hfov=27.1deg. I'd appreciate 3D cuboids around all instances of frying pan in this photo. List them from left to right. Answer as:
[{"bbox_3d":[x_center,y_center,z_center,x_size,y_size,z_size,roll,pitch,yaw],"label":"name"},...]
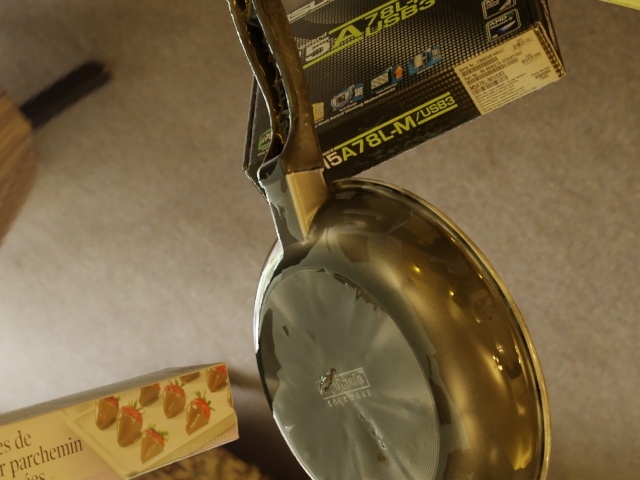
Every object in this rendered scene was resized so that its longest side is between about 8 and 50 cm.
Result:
[{"bbox_3d":[0.020,0.006,0.638,0.197,0.053,0.326,11,116,49],"label":"frying pan"}]

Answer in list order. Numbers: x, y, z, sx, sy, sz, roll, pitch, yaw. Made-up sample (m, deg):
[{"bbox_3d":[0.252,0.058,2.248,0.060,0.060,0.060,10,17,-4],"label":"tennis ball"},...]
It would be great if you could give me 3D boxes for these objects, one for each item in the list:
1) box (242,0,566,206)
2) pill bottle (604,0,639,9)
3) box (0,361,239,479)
[{"bbox_3d":[0.046,-0.117,0.809,0.191,0.184,0.045,-24,124,19],"label":"box"},{"bbox_3d":[0.295,-0.230,1.071,0.184,0.103,0.103,17,145,14],"label":"pill bottle"},{"bbox_3d":[-0.178,0.142,0.913,0.067,0.324,0.063,-10,90,32],"label":"box"}]
